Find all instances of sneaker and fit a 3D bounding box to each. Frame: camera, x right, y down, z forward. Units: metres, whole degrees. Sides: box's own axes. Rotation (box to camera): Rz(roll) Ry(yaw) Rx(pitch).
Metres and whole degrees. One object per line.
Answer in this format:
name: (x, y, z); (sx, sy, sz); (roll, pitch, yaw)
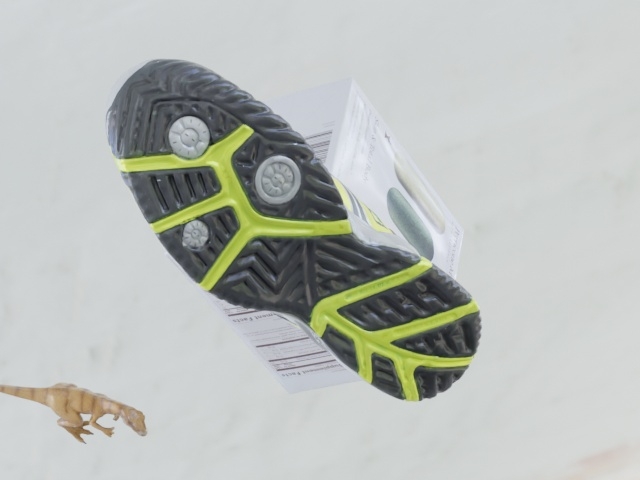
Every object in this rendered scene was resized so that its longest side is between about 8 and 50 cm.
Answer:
sneaker: (-0.039, -0.005, 1.555); (0.145, 0.384, 0.147); (-49, 28, -4)

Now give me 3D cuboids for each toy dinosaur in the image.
toy dinosaur: (-0.291, 0.177, 2.137); (0.211, 0.064, 0.112); (9, -22, 3)

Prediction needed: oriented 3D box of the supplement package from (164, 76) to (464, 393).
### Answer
supplement package: (0.000, 0.000, 2.065); (0.198, 0.199, 0.263); (-13, -45, 29)
